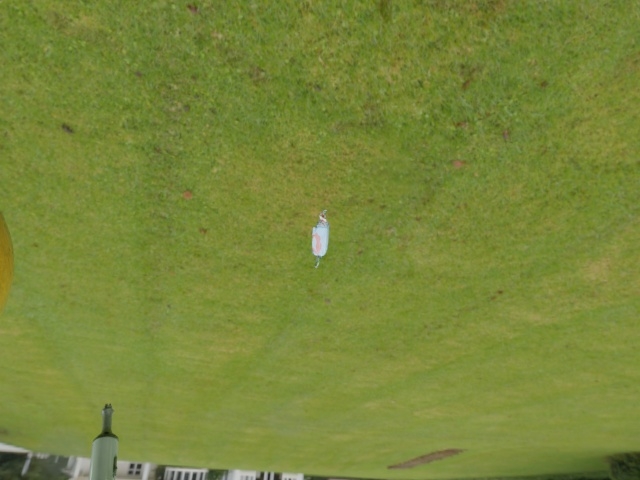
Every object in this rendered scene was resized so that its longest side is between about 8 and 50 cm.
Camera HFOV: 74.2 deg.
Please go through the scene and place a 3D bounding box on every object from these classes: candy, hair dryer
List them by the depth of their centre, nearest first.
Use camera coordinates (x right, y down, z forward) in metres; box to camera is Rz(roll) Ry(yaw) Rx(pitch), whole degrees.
[{"bbox_3d":[-0.242,0.270,0.482,0.101,0.197,0.057,-9,130,-17],"label":"hair dryer"},{"bbox_3d":[-0.001,0.000,0.556,0.020,0.030,0.083,11,124,7],"label":"candy"}]

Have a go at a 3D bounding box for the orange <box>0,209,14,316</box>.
[{"bbox_3d":[-0.364,0.017,0.321,0.237,0.236,0.236,3,154,1],"label":"orange"}]
